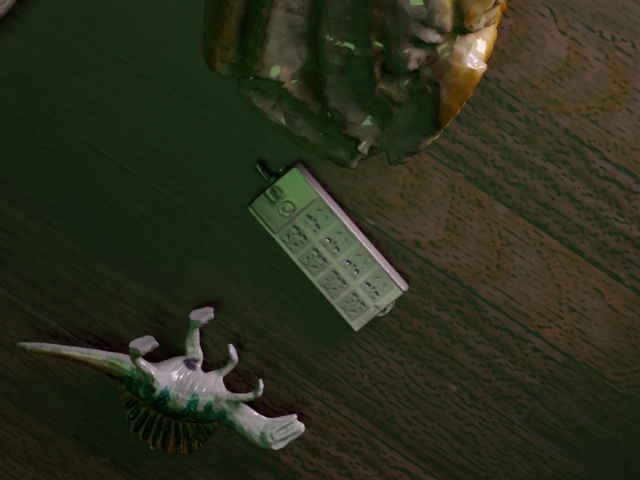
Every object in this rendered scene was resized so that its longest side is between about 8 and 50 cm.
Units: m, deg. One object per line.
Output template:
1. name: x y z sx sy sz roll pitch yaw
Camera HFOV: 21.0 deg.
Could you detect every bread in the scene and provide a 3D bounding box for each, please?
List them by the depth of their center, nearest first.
1. bread: 0.022 -0.176 1.024 0.186 0.124 0.257 9 124 6

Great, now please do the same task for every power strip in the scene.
1. power strip: 0.000 0.000 1.159 0.051 0.019 0.136 -39 96 16

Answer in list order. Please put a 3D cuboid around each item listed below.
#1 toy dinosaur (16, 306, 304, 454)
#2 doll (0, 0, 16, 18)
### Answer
1. toy dinosaur: -0.109 0.107 1.192 0.187 0.044 0.106 -9 118 8
2. doll: -0.303 -0.176 1.129 0.214 0.071 0.103 15 112 -3
